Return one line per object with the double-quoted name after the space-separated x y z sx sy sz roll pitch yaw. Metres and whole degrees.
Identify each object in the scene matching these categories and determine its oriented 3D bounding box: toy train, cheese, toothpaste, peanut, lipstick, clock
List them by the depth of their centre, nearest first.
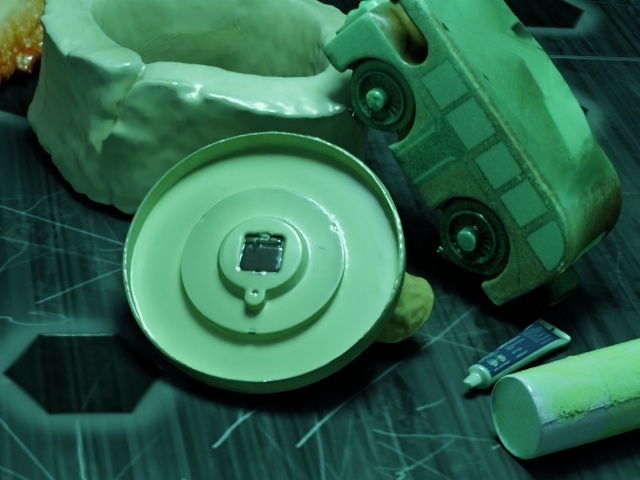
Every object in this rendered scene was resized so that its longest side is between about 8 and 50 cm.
-0.047 0.014 1.507 0.235 0.029 0.235 -3 64 6 "clock"
0.281 0.114 1.509 0.304 0.076 0.076 -12 36 -29 "lipstick"
0.164 0.099 1.555 0.037 0.021 0.140 35 37 26 "toothpaste"
0.000 0.037 1.556 0.194 0.083 0.093 17 36 12 "peanut"
0.147 -0.093 1.625 0.129 0.159 0.326 -32 88 -47 "toy train"
-0.114 -0.142 1.761 0.332 0.153 0.292 3 31 -10 "cheese"

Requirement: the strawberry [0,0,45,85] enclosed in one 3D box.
-0.399 -0.247 1.840 0.137 0.233 0.306 -7 24 36 "strawberry"
